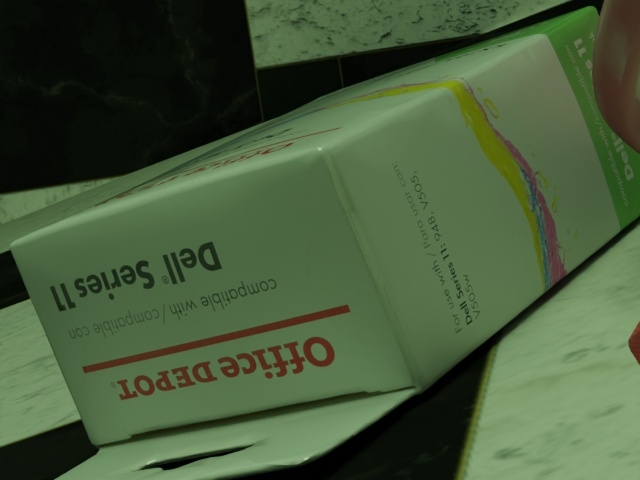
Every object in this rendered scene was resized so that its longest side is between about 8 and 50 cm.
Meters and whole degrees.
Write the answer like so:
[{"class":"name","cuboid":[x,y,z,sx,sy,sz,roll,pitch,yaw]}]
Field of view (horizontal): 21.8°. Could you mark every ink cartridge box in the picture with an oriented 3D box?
[{"class":"ink cartridge box","cuboid":[0.000,0.000,0.822,0.207,0.119,0.353,-15,10,37]}]

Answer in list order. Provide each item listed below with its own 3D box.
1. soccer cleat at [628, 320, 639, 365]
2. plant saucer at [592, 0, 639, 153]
[{"class":"soccer cleat","cuboid":[0.156,0.028,0.366,0.116,0.108,0.318,-42,9,3]},{"class":"plant saucer","cuboid":[0.272,-0.150,0.753,0.332,0.084,0.332,-33,-27,-19]}]
